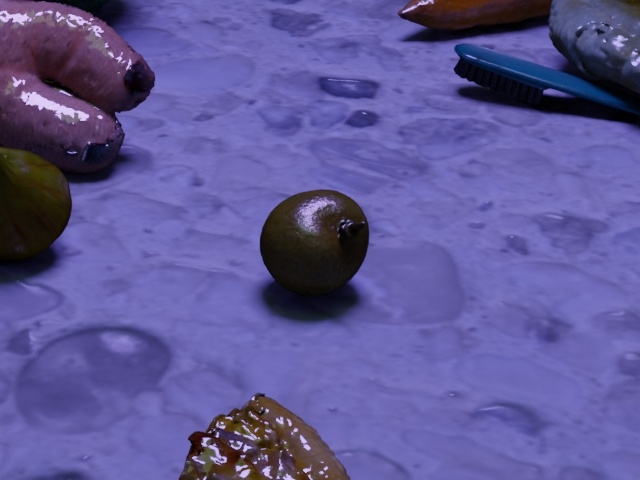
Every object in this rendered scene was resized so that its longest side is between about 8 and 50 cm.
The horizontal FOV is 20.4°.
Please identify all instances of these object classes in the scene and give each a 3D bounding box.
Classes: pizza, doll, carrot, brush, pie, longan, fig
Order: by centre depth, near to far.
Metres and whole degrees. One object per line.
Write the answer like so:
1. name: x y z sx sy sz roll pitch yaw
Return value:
1. pizza: -0.035 0.149 0.882 0.127 0.058 0.246 10 25 14
2. longan: 0.000 0.000 1.162 0.075 0.075 0.083 -21 0 -40
3. fig: -0.208 -0.031 1.179 0.082 0.098 0.084 -30 74 -15
4. doll: -0.274 -0.142 1.377 0.303 0.156 0.201 29 71 6
5. brush: 0.202 -0.124 1.499 0.193 0.032 0.043 20 23 5
6. pie: 0.354 -0.167 1.536 0.306 0.071 0.306 9 25 -4
7. carrot: 0.156 -0.230 1.658 0.205 0.072 0.072 -17 33 -32

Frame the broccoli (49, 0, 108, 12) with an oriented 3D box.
1. broccoli: -0.267 -0.308 1.561 0.245 0.294 0.265 47 3 7
